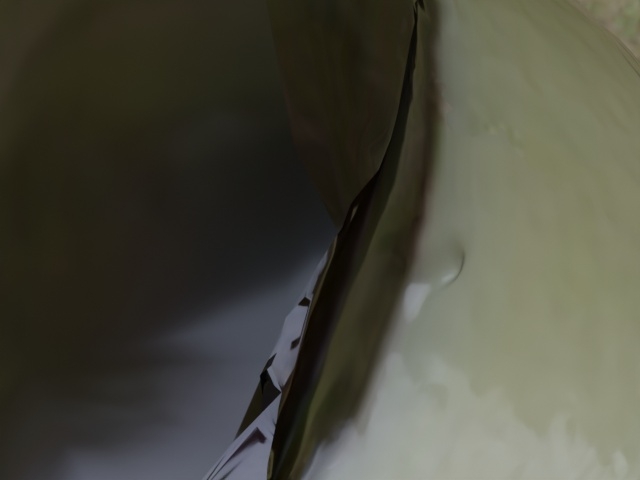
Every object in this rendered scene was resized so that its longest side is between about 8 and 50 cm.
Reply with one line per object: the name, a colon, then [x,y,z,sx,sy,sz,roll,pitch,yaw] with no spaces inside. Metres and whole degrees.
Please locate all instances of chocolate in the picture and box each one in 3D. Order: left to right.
chocolate: [0.000,0.000,0.676,0.297,0.314,0.326,9,140,-34]
